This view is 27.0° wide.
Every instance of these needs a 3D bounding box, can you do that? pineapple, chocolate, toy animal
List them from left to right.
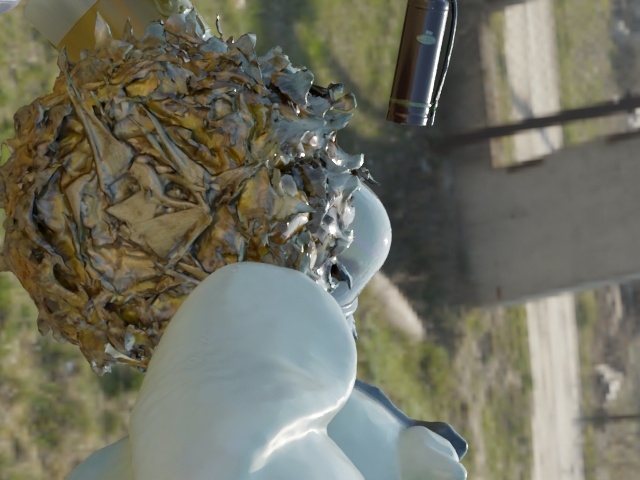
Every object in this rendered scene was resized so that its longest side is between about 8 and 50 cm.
[{"bbox_3d":[-0.122,-0.042,1.201,0.300,0.352,0.353,-29,113,-85],"label":"pineapple"},{"bbox_3d":[-0.018,0.158,0.672,0.249,0.174,0.289,59,18,-20],"label":"toy animal"},{"bbox_3d":[0.001,0.002,1.436,0.221,0.147,0.221,32,32,-23],"label":"chocolate"}]

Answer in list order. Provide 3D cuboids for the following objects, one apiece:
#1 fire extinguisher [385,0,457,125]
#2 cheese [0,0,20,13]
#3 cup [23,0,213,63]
[{"bbox_3d":[0.101,-0.194,1.341,0.043,0.064,0.158,-117,-143,-74],"label":"fire extinguisher"},{"bbox_3d":[-0.519,-0.341,1.896,0.135,0.244,0.052,2,75,-82],"label":"cheese"},{"bbox_3d":[-0.230,-0.279,1.716,0.226,0.185,0.241,50,34,-2],"label":"cup"}]
